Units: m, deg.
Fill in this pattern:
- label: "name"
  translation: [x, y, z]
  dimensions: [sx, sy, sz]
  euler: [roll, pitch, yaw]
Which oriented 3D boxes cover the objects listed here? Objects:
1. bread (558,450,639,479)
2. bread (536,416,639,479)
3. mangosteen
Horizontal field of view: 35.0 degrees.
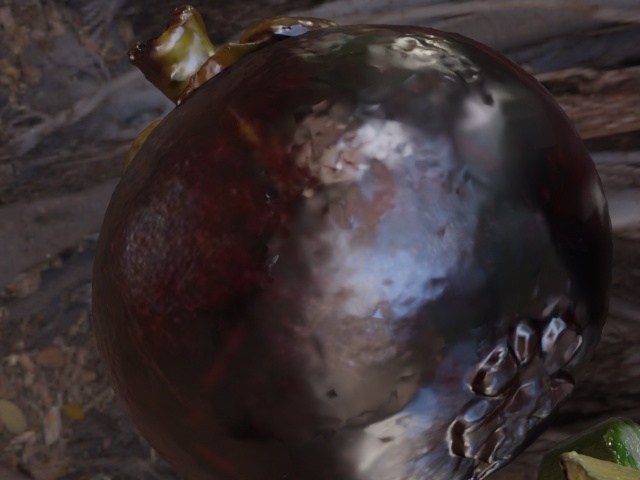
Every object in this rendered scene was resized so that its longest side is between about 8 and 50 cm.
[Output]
- label: "bread"
  translation: [0.319, 0.278, 0.883]
  dimensions: [0.178, 0.142, 0.266]
  euler: [61, -15, -20]
- label: "bread"
  translation: [0.406, 0.395, 1.212]
  dimensions: [0.366, 0.129, 0.382]
  euler: [55, 25, -6]
- label: "mangosteen"
  translation: [0.008, 0.015, 0.577]
  dimensions: [0.297, 0.293, 0.297]
  euler: [-19, 115, -50]
